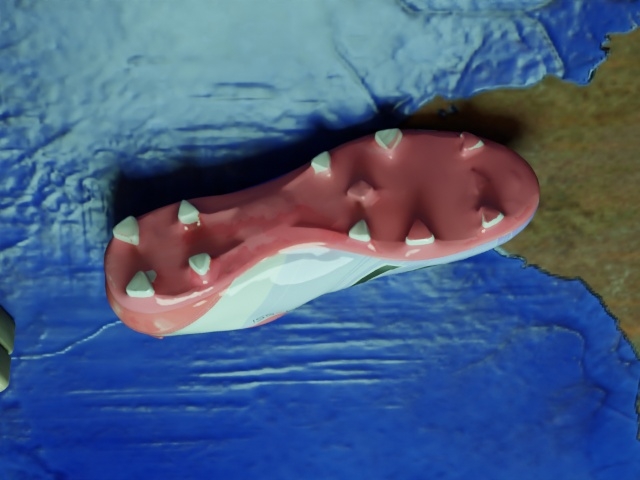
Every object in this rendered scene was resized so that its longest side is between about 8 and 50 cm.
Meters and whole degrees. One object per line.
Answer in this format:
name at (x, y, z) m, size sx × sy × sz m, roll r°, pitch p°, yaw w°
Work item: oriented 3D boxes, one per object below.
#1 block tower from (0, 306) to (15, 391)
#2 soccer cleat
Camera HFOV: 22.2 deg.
block tower at (-0.347, 0.116, 0.960) m, size 0.335 × 0.091 × 0.097 m, roll -27°, pitch 125°, yaw 15°
soccer cleat at (0.000, 0.000, 0.922) m, size 0.248 × 0.083 × 0.095 m, roll -15°, pitch 157°, yaw 0°
